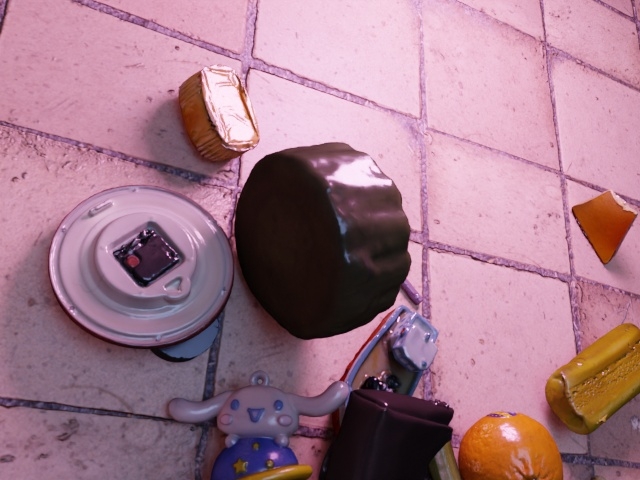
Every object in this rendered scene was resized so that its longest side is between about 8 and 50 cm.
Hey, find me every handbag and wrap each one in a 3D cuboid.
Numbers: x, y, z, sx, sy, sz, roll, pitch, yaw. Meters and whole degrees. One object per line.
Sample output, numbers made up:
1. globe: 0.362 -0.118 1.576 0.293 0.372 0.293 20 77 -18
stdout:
1. handbag: 0.122 0.417 1.122 0.257 0.113 0.285 17 88 -40

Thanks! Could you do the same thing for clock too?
1. clock: -0.306 0.038 1.090 0.318 0.080 0.319 10 56 -16

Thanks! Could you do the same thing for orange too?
1. orange: 0.401 0.472 1.305 0.219 0.193 0.219 1 88 -34

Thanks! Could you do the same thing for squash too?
1. squash: 0.260 0.494 1.284 0.066 0.066 0.229 -9 77 -32

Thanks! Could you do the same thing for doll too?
1. doll: -0.080 0.360 1.083 0.310 0.160 0.243 -19 53 -6

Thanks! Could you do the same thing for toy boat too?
1. toy boat: 0.136 0.280 1.254 0.145 0.133 0.332 44 57 -10

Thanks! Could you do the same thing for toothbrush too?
1. toothbrush: 0.120 0.006 1.408 0.024 0.029 0.354 -41 95 -21

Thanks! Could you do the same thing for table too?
1. table: -0.255 0.153 1.133 0.133 0.043 0.134 10 68 -25

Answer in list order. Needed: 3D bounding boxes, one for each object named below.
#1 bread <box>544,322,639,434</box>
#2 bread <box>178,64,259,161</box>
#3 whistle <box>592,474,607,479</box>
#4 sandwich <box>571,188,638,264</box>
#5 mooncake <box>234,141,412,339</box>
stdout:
1. bread: 0.709 0.345 1.566 0.383 0.112 0.166 -21 81 -32
2. bread: -0.211 -0.257 1.274 0.132 0.114 0.191 -14 88 -42
3. whistle: 0.649 0.656 1.457 0.104 0.057 0.198 29 52 -11
4. sandwich: 0.827 -0.044 1.749 0.058 0.162 0.193 -28 88 -37
5. mooncake: 0.000 0.000 1.151 0.194 0.356 0.357 -12 78 -36
